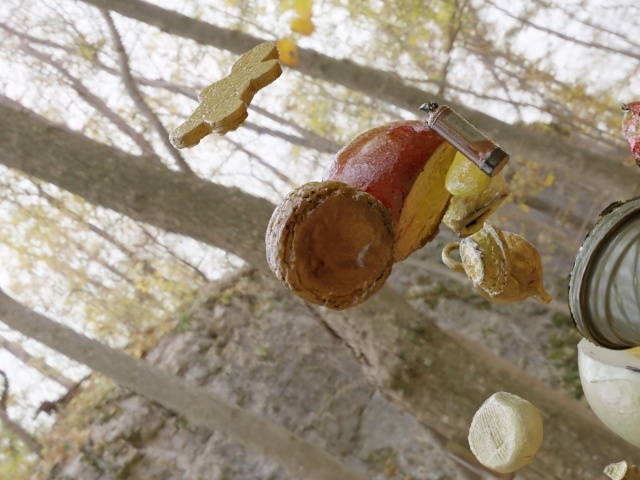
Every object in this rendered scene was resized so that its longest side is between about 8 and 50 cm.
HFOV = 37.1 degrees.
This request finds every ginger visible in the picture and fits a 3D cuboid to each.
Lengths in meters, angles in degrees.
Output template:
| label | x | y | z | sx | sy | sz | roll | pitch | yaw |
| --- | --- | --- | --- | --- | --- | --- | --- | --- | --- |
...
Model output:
| label | x | y | z | sx | sy | sz | roll | pitch | yaw |
| --- | --- | --- | --- | --- | --- | --- | --- | --- | --- |
| ginger | 0.555 | 0.424 | 1.644 | 0.057 | 0.137 | 0.044 | -63 | -24 | -16 |

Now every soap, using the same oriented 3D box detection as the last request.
| label | x | y | z | sx | sy | sz | roll | pitch | yaw |
| --- | --- | --- | --- | --- | --- | --- | --- | --- | --- |
| soap | 0.292 | -0.145 | 1.836 | 0.033 | 0.089 | 0.168 | 77 | -155 | -46 |

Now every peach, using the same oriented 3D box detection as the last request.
| label | x | y | z | sx | sy | sz | roll | pitch | yaw |
| --- | --- | --- | --- | --- | --- | --- | --- | --- | --- |
| peach | 0.171 | -0.107 | 1.974 | 0.338 | 0.281 | 0.281 | -19 | -39 | -7 |

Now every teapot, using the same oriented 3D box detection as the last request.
| label | x | y | z | sx | sy | sz | roll | pitch | yaw |
| --- | --- | --- | --- | --- | --- | --- | --- | --- | --- |
| teapot | 0.467 | 0.089 | 2.521 | 0.203 | 0.311 | 0.167 | 101 | -166 | -46 |

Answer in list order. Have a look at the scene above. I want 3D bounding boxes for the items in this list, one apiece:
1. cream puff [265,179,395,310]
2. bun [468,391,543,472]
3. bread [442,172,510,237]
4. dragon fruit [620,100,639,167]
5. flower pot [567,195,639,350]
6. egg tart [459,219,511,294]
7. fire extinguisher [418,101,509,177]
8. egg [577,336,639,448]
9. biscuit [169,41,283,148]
| label | x | y | z | sx | sy | sz | roll | pitch | yaw |
| --- | --- | --- | --- | --- | --- | --- | --- | --- | --- |
| cream puff | 0.000 | 0.000 | 1.349 | 0.183 | 0.169 | 0.183 | -3 | -82 | -20 |
| bun | 0.392 | 0.401 | 1.992 | 0.111 | 0.164 | 0.188 | -1 | -43 | -31 |
| bread | 0.326 | -0.115 | 2.197 | 0.197 | 0.170 | 0.197 | -33 | -18 | -12 |
| dragon fruit | 0.652 | -0.162 | 1.637 | 0.161 | 0.274 | 0.126 | -48 | 11 | 41 |
| flower pot | 0.468 | 0.063 | 1.307 | 0.235 | 0.140 | 0.236 | -11 | -68 | -28 |
| egg tart | 0.400 | 0.046 | 2.336 | 0.074 | 0.191 | 0.191 | -14 | -47 | -18 |
| fire extinguisher | 0.226 | -0.173 | 1.556 | 0.050 | 0.177 | 0.062 | -46 | -18 | -4 |
| egg | 0.589 | 0.263 | 1.607 | 0.337 | 0.337 | 0.201 | -10 | -78 | -56 |
| biscuit | -0.124 | -0.219 | 1.411 | 0.035 | 0.158 | 0.240 | 57 | -138 | -27 |
